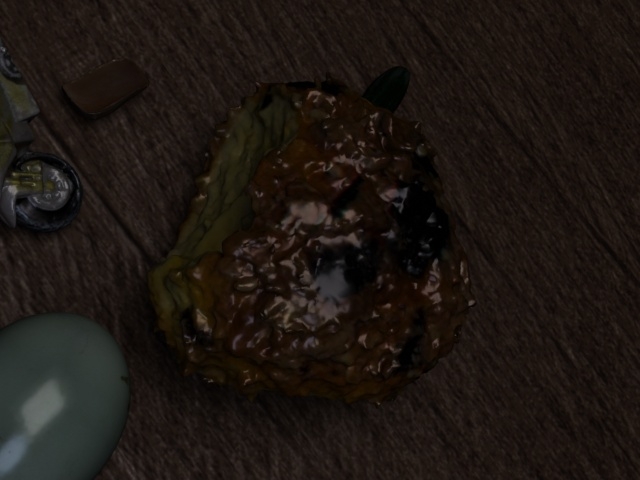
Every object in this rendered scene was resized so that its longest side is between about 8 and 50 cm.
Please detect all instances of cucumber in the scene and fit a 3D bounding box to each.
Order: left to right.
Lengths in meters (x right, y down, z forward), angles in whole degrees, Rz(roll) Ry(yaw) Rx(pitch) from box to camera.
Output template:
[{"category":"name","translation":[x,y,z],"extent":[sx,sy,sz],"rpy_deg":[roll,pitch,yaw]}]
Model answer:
[{"category":"cucumber","translation":[0.084,-0.193,1.715],"extent":[0.048,0.048,0.105],"rpy_deg":[39,64,-7]}]

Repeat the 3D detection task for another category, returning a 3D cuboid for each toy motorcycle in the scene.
[{"category":"toy motorcycle","translation":[-0.427,-0.133,1.461],"extent":[0.223,0.108,0.340],"rpy_deg":[-32,95,-32]}]

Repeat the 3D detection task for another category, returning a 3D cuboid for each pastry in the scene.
[{"category":"pastry","translation":[0.008,0.016,1.494],"extent":[0.337,0.292,0.405],"rpy_deg":[35,55,-21]}]

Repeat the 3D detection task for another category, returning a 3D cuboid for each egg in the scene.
[{"category":"egg","translation":[-0.309,0.196,1.367],"extent":[0.183,0.183,0.264],"rpy_deg":[36,71,-9]}]

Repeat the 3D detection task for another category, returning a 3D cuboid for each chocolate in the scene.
[{"category":"chocolate","translation":[-0.261,-0.182,1.584],"extent":[0.064,0.031,0.101],"rpy_deg":[43,58,15]}]
